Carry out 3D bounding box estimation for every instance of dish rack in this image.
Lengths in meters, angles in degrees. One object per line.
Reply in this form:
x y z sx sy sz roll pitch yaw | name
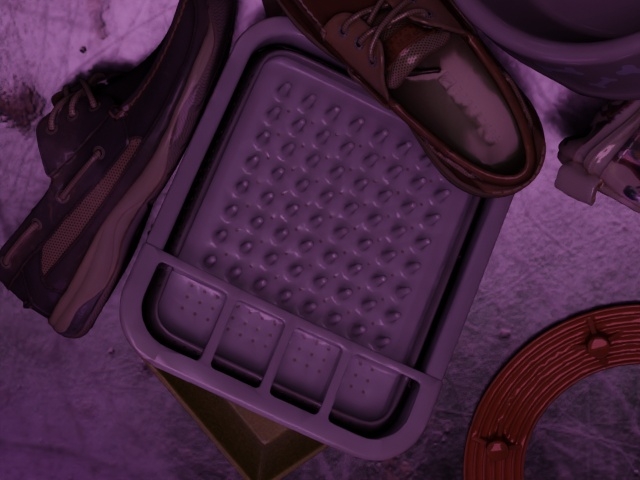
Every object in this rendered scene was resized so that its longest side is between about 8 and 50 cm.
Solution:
0.000 0.000 1.578 0.285 0.072 0.333 25 76 -9 | dish rack

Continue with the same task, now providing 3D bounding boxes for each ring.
0.303 0.223 1.713 0.336 0.032 0.336 1 106 4 | ring

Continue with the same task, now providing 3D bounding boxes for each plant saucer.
-0.042 0.111 1.690 0.188 0.045 0.188 -35 104 14 | plant saucer

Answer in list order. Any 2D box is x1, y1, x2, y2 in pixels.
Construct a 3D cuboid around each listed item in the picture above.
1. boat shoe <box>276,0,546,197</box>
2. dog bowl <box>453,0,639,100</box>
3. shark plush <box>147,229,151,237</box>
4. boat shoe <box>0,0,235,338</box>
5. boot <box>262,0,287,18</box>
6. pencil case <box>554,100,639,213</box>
0.075 -0.168 1.516 0.324 0.120 0.122 44 93 -4 | boat shoe
0.233 -0.288 1.441 0.349 0.102 0.349 -1 88 33 | dog bowl
-0.079 -0.006 1.660 0.161 0.073 0.067 -16 136 2 | shark plush
-0.192 -0.081 1.604 0.130 0.132 0.355 27 105 -5 | boat shoe
0.014 -0.212 1.601 0.114 0.037 0.106 -41 87 10 | boot
0.365 -0.185 1.517 0.183 0.160 0.410 21 110 -38 | pencil case
